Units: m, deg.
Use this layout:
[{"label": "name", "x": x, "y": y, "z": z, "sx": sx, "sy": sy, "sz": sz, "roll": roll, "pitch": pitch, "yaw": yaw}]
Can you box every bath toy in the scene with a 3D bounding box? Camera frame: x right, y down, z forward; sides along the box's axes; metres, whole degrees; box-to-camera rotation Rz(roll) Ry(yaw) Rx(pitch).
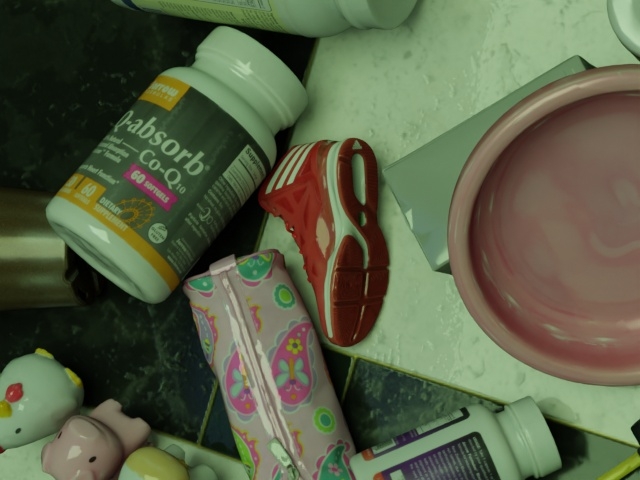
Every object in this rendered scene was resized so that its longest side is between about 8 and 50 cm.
[{"label": "bath toy", "x": -0.232, "y": 0.242, "z": 1.792, "sx": 0.348, "sy": 0.151, "sz": 0.129, "roll": 31, "pitch": 63, "yaw": 25}]

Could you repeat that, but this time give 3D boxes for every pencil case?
[{"label": "pencil case", "x": -0.049, "y": 0.154, "z": 1.749, "sx": 0.124, "sy": 0.124, "sz": 0.284, "roll": -23, "pitch": 78, "yaw": 19}]

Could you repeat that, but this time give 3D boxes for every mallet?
[{"label": "mallet", "x": 0.276, "y": 0.234, "z": 1.659, "sx": 0.190, "sy": 0.039, "sz": 0.062, "roll": -31, "pitch": 73, "yaw": 20}]

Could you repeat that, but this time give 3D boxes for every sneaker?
[{"label": "sneaker", "x": 0.000, "y": 0.000, "z": 1.788, "sx": 0.128, "sy": 0.087, "sz": 0.221, "roll": 4, "pitch": 92, "yaw": 45}]

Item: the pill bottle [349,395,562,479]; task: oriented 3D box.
[{"label": "pill bottle", "x": 0.136, "y": 0.228, "z": 1.658, "sx": 0.194, "sy": 0.108, "sz": 0.108, "roll": -23, "pitch": 75, "yaw": -1}]

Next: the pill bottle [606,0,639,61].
[{"label": "pill bottle", "x": 0.350, "y": -0.208, "z": 1.581, "sx": 0.119, "sy": 0.208, "sz": 0.119, "roll": -3, "pitch": 83, "yaw": 21}]

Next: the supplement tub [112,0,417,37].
[{"label": "supplement tub", "x": -0.064, "y": -0.341, "z": 1.752, "sx": 0.325, "sy": 0.235, "sz": 0.235, "roll": 11, "pitch": 88, "yaw": 23}]

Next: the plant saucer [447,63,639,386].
[{"label": "plant saucer", "x": 0.286, "y": -0.020, "z": 1.582, "sx": 0.332, "sy": 0.084, "sz": 0.332, "roll": 1, "pitch": 118, "yaw": 1}]

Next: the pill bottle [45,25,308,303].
[{"label": "pill bottle", "x": -0.147, "y": -0.083, "z": 1.763, "sx": 0.162, "sy": 0.162, "sz": 0.278, "roll": 32, "pitch": 76, "yaw": 22}]

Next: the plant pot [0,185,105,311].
[{"label": "plant pot", "x": -0.336, "y": 0.011, "z": 1.871, "sx": 0.165, "sy": 0.167, "sz": 0.166, "roll": 2, "pitch": 85, "yaw": 15}]

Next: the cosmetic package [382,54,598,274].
[{"label": "cosmetic package", "x": 0.198, "y": -0.072, "z": 1.688, "sx": 0.238, "sy": 0.107, "sz": 0.127, "roll": -30, "pitch": 74, "yaw": 20}]
